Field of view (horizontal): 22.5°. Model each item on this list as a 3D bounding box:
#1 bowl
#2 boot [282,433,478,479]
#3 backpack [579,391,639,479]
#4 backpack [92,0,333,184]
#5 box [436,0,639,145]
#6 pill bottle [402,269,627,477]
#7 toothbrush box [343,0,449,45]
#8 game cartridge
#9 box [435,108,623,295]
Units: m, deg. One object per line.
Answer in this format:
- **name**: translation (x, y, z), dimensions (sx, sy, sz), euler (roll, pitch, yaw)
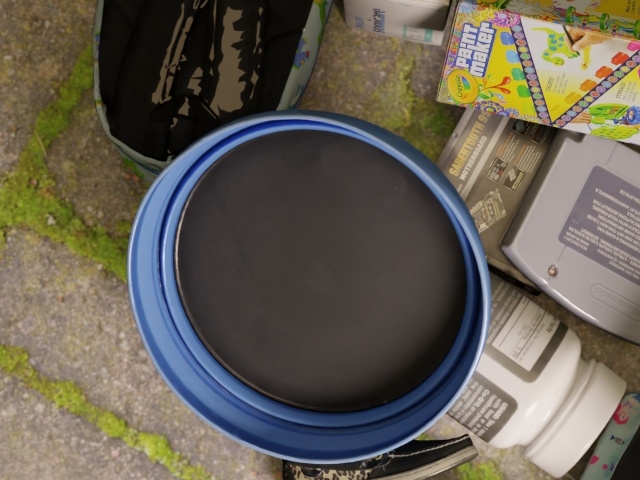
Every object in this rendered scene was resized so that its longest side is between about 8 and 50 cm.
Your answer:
- **bowl**: translation (-0.011, 0.046, 1.708), dimensions (0.391, 0.077, 0.391), euler (5, 110, 14)
- **boot**: translation (0.048, 0.197, 1.825), dimensions (0.236, 0.085, 0.178), euler (-16, 82, 22)
- **backpack**: translation (0.406, 0.296, 1.765), dimensions (0.253, 0.191, 0.225), euler (30, 86, -35)
- **backpack**: translation (-0.123, -0.230, 1.827), dimensions (0.290, 0.273, 0.355), euler (8, 67, -1)
- **box**: translation (0.297, -0.288, 1.786), dimensions (0.279, 0.177, 0.290), euler (13, 59, 3)
- **pill bottle**: translation (0.188, 0.131, 1.811), dimensions (0.283, 0.161, 0.161), euler (36, 87, 4)
- **toothbrush box**: translation (0.114, -0.393, 1.835), dimensions (0.126, 0.216, 0.295), euler (13, 84, 3)
- **game cartridge**: translation (0.359, 0.012, 1.836), dimensions (0.294, 0.060, 0.196), euler (28, 83, -13)
- **box**: translation (0.230, -0.078, 1.882), dimensions (0.183, 0.056, 0.231), euler (28, 86, 5)
